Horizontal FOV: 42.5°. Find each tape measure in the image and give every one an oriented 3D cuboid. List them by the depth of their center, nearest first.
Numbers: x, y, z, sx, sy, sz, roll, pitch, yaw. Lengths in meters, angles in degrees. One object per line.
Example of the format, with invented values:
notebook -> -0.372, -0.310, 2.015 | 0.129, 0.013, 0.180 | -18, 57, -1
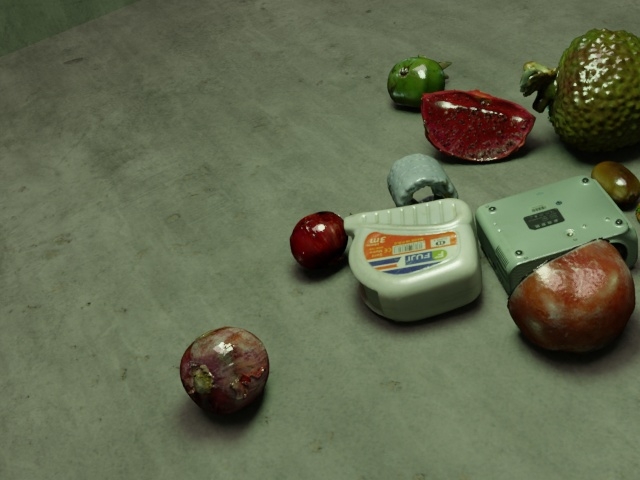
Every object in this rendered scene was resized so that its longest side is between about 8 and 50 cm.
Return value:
tape measure -> 0.180, 0.036, 1.609 | 0.258, 0.130, 0.265 | -9, 44, 12

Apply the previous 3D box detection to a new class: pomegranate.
pomegranate -> 0.266, -0.423, 2.145 | 0.152, 0.131, 0.191 | 16, 40, 38

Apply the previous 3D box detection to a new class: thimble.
thimble -> 0.216, -0.102, 1.742 | 0.127, 0.151, 0.118 | -26, 38, 7

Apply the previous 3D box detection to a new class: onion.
onion -> -0.159, 0.225, 1.488 | 0.159, 0.160, 0.195 | 7, 13, 26
onion -> 0.000, 0.000, 1.713 | 0.131, 0.131, 0.131 | -10, 38, 8

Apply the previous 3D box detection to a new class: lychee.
lychee -> 0.610, -0.322, 1.795 | 0.319, 0.270, 0.270 | -9, 38, 21

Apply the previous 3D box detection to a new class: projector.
projector -> 0.448, -0.010, 1.585 | 0.250, 0.108, 0.198 | -15, 39, 0

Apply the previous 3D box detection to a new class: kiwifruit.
kiwifruit -> 0.607, -0.119, 1.696 | 0.075, 0.075, 0.124 | -19, 34, -4

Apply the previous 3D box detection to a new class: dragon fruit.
dragon fruit -> 0.366, -0.279, 1.946 | 0.262, 0.134, 0.211 | 13, 32, 10

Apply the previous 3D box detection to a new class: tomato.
tomato -> 0.446, 0.112, 1.411 | 0.214, 0.181, 0.155 | -28, 57, -4

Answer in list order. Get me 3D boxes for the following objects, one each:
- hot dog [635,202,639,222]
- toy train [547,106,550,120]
hot dog -> 0.652, -0.035, 1.603 | 0.049, 0.037, 0.122 | -15, 39, -5
toy train -> 0.568, -0.319, 1.991 | 0.045, 0.029, 0.092 | -9, 39, 20
